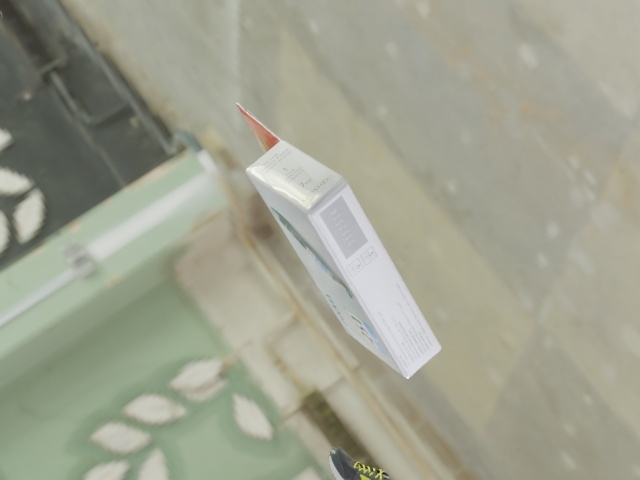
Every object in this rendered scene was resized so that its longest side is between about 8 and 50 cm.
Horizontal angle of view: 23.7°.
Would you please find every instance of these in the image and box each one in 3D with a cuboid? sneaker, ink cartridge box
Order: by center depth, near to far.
[{"bbox_3d":[0.043,0.211,1.352,0.083,0.035,0.031,47,-155,-4],"label":"sneaker"},{"bbox_3d":[0.000,0.000,1.821,0.261,0.066,0.296,37,163,50],"label":"ink cartridge box"}]

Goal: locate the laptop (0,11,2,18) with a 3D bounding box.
[{"bbox_3d":[-0.324,0.096,1.088,0.382,0.236,0.408,-6,108,55],"label":"laptop"}]
